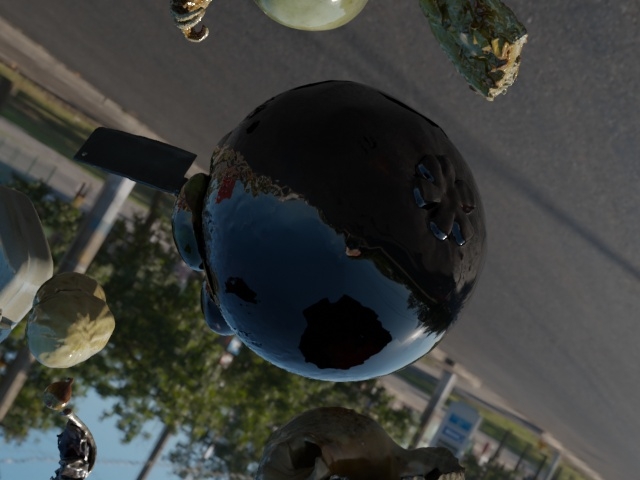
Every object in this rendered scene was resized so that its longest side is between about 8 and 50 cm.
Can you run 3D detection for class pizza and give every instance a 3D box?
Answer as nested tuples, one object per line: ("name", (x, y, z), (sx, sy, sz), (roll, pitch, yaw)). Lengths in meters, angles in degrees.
("pizza", (0.204, -0.257, 1.148), (0.161, 0.062, 0.182), (13, 137, 58))

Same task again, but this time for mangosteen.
("mangosteen", (0.004, 0.005, 0.880), (0.297, 0.313, 0.297), (46, -161, -22))

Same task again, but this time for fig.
("fig", (-0.487, 0.281, 1.700), (0.050, 0.050, 0.083), (30, -148, 1))

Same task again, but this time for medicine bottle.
("medicine bottle", (-0.664, 0.085, 1.717), (0.123, 0.375, 0.282), (22, -148, -51))

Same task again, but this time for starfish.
("starfish", (-0.243, -0.574, 1.933), (0.113, 0.303, 0.312), (23, -170, -13))

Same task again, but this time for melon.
("melon", (-0.020, -0.505, 1.629), (0.272, 0.271, 0.308), (25, 167, 34))

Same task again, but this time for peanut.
("peanut", (-0.376, 0.112, 1.372), (0.125, 0.111, 0.274), (-5, -165, -11))

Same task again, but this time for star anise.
("star anise", (-0.478, 0.433, 1.748), (0.081, 0.262, 0.230), (12, -159, -9))

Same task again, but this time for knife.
("knife", (-0.195, -0.092, 1.147), (0.245, 0.072, 0.019), (21, 150, 16))

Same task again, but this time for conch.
("conch", (0.026, 0.203, 0.729), (0.245, 0.178, 0.162), (48, -160, -72))
